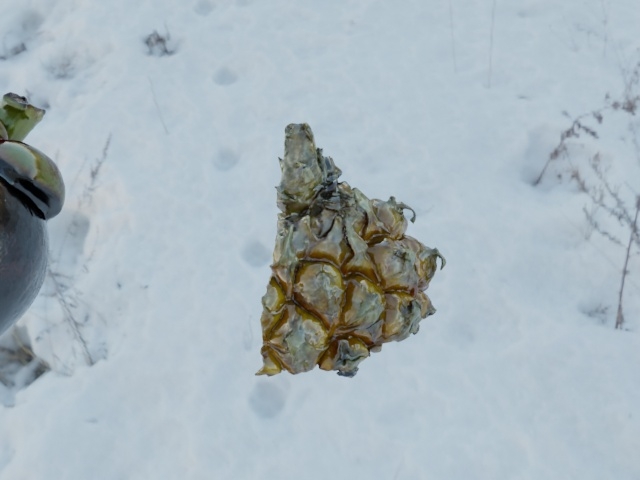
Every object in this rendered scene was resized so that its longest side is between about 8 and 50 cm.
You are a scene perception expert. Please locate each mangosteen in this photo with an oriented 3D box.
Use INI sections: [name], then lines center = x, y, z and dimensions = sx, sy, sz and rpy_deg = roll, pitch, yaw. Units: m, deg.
[mangosteen]
center = -0.394, -0.034, 0.777
dimensions = 0.275, 0.275, 0.302
rpy_deg = 24, 69, 31

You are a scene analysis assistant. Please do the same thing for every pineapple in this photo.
[pineapple]
center = 0.000, 0.000, 0.361
dimensions = 0.114, 0.114, 0.077
rpy_deg = -18, 9, -32
